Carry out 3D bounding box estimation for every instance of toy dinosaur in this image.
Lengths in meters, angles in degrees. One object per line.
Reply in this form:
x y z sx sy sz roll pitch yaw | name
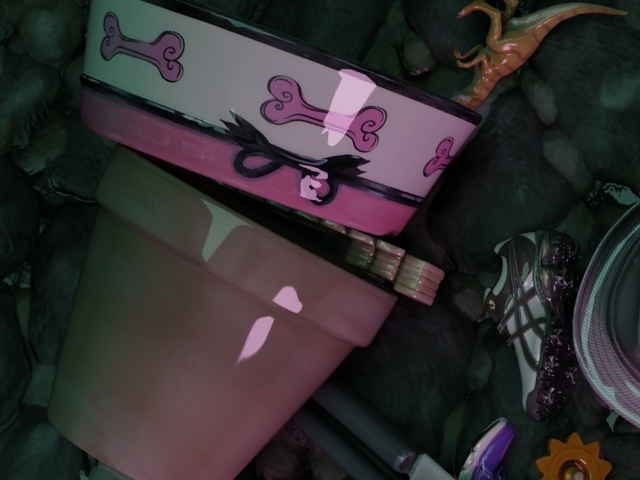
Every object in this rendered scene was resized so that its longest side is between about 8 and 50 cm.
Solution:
0.208 -0.216 2.048 0.211 0.064 0.112 -39 88 18 | toy dinosaur

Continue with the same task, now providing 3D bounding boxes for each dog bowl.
-0.056 -0.127 1.935 0.408 0.408 0.150 22 93 21 | dog bowl

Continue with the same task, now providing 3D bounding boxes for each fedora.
0.373 0.058 1.877 0.243 0.124 0.275 42 91 12 | fedora

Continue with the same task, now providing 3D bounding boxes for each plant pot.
-0.126 0.097 1.950 0.323 0.323 0.280 29 91 22 | plant pot

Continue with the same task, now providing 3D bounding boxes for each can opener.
0.063 0.225 1.947 0.280 0.093 0.074 42 110 43 | can opener

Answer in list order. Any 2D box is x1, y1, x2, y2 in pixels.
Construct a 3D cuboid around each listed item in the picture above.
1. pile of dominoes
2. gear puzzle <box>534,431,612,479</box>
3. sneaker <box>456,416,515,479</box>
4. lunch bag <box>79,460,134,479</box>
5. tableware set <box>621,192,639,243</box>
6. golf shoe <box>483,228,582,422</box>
0.000 0.000 1.993 0.251 0.196 0.040 21 88 22 | pile of dominoes
0.215 0.352 1.894 0.175 0.044 0.339 12 80 -21 | gear puzzle
0.167 0.261 1.966 0.071 0.068 0.170 18 94 6 | sneaker
-0.154 0.375 1.987 0.287 0.169 0.235 26 89 17 | lunch bag
0.348 0.027 1.961 0.104 0.024 0.154 15 84 21 | tableware set
0.210 0.087 1.977 0.094 0.077 0.198 -3 71 29 | golf shoe
